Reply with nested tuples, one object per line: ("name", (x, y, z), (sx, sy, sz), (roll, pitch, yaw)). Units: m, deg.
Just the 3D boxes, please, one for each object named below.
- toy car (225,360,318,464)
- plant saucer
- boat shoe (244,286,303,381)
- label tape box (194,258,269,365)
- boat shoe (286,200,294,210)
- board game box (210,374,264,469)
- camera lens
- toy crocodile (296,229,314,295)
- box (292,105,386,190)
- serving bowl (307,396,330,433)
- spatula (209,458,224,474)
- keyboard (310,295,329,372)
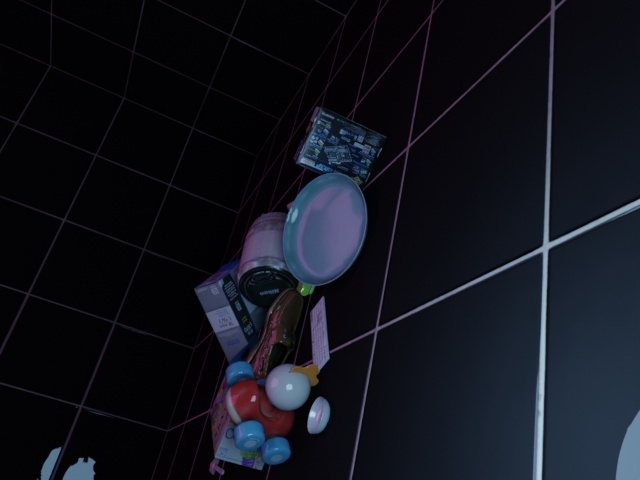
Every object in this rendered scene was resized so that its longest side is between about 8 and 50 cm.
("toy car", (-0.092, 0.389, 1.450), (0.238, 0.210, 0.219), (-33, 40, 13))
("plant saucer", (0.017, -0.029, 1.607), (0.317, 0.043, 0.318), (-17, 65, 42))
("boat shoe", (-0.116, 0.294, 1.743), (0.104, 0.110, 0.307), (16, 79, 48))
("label tape box", (-0.260, 0.253, 1.935), (0.105, 0.334, 0.240), (-19, 11, 20))
("boat shoe", (-0.014, -0.115, 1.994), (0.319, 0.116, 0.099), (-16, 96, 62))
("board game box", (-0.227, 0.520, 1.694), (0.142, 0.144, 0.275), (-68, 15, 2))
("camera lens", (-0.150, 0.069, 1.906), (0.219, 0.219, 0.274), (-55, 20, 39))
("toy crocodile", (0.000, 0.000, 1.713), (0.341, 0.105, 0.115), (-67, 16, 4))
("box", (0.056, -0.261, 1.667), (0.175, 0.220, 0.051), (-66, 18, 11))
("serving bowl", (0.001, 0.399, 1.318), (0.083, 0.027, 0.083), (-59, 18, 31))
("spatula", (-0.334, 0.730, 2.012), (0.242, 0.019, 0.168), (-29, 36, 65))
("keyboard", (-0.003, 0.249, 1.558), (0.072, 0.014, 0.256), (-60, 18, 27))
